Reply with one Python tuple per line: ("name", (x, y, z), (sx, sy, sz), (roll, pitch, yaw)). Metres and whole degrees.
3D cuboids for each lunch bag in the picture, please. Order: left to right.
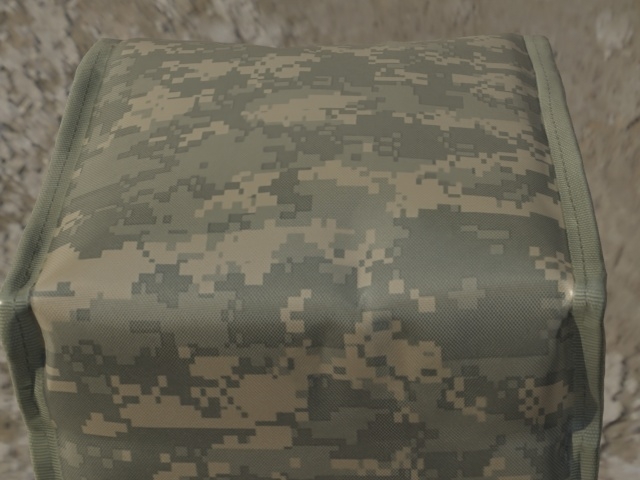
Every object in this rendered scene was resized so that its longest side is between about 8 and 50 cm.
("lunch bag", (0.000, 0.000, 0.728), (0.235, 0.287, 0.169), (-1, 125, 4))
